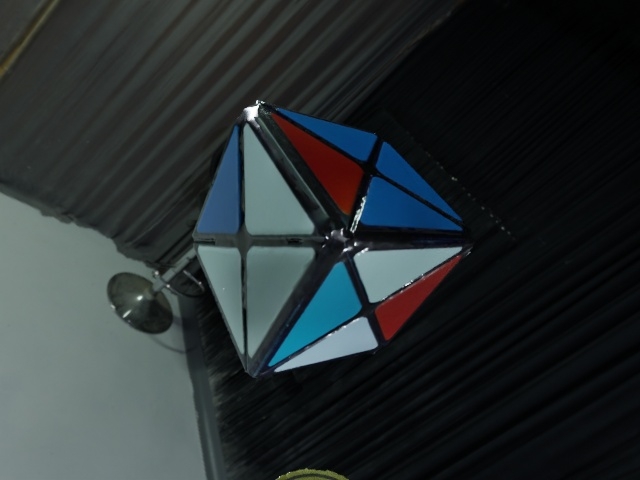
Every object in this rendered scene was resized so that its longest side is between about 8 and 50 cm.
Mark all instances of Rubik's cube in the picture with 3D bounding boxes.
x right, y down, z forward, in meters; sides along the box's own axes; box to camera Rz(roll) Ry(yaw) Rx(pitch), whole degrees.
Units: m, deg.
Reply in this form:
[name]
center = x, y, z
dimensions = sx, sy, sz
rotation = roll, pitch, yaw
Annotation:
[Rubik's cube]
center = 0.000, 0.000, 0.579
dimensions = 0.248, 0.250, 0.246
rotation = 0, 45, -38

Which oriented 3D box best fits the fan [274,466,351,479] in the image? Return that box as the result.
[fan]
center = -0.034, 0.414, 0.477
dimensions = 0.229, 0.335, 0.011
rotation = 48, -24, 9
